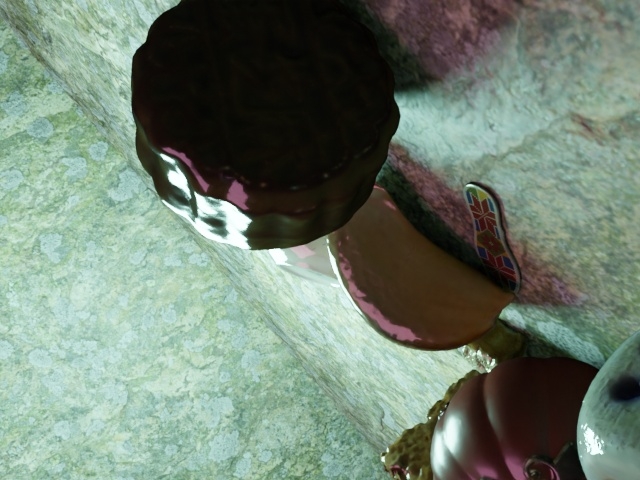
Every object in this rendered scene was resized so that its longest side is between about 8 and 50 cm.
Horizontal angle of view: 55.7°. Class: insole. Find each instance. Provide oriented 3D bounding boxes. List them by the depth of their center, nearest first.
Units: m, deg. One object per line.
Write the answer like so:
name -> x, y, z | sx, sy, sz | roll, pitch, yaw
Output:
insole -> 0.217, 0.002, 0.766 | 0.065, 0.006, 0.193 | 28, 154, 46

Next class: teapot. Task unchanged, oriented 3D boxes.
teapot -> 0.000, 0.000, 1.054 | 0.205, 0.139, 0.298 | 19, 169, -22

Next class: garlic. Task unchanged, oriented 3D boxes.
garlic -> 0.111, 0.008, 0.868 | 0.338, 0.151, 0.196 | 49, 129, 8

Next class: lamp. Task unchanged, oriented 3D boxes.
lamp -> 0.293, 0.294, 0.769 | 0.303, 0.303, 0.257 | 48, -155, -3

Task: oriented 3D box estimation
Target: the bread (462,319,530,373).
bread -> 0.264, 0.169, 0.907 | 0.083, 0.070, 0.076 | 36, 158, 39

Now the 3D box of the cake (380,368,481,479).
cake -> 0.303, 0.426, 1.048 | 0.256, 0.282, 0.290 | 38, 165, 47

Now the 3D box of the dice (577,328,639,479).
dice -> 0.361, 0.184, 0.520 | 0.191, 0.194, 0.193 | 51, 163, -15

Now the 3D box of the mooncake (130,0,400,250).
mooncake -> -0.059, -0.142, 0.656 | 0.290, 0.290, 0.161 | 46, 161, 5
